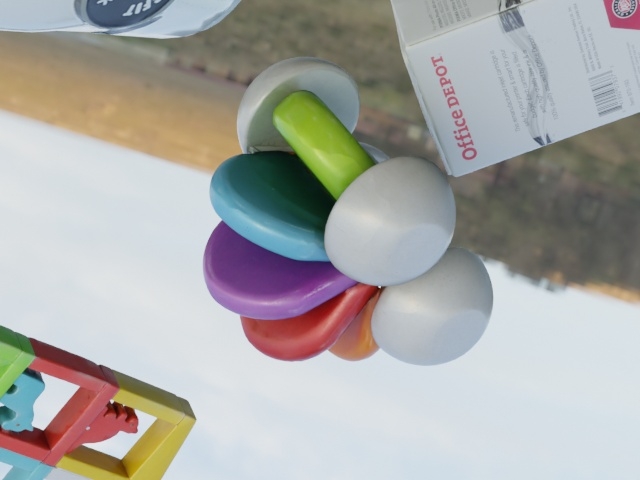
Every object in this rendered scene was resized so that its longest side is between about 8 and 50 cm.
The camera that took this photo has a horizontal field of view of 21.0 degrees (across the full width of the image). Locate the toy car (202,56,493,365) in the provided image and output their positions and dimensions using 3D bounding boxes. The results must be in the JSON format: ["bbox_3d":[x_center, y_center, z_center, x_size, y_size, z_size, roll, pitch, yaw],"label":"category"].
[{"bbox_3d":[0.000,0.000,0.968,0.159,0.136,0.182,51,173,41],"label":"toy car"}]

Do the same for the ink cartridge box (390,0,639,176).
[{"bbox_3d":[0.127,-0.115,1.015,0.150,0.109,0.063,-19,-137,6],"label":"ink cartridge box"}]

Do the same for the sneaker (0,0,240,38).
[{"bbox_3d":[-0.132,-0.166,0.491,0.146,0.122,0.330,16,-146,-56],"label":"sneaker"}]

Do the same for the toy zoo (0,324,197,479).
[{"bbox_3d":[-0.239,0.180,1.467,0.293,0.192,0.030,27,-159,-39],"label":"toy zoo"}]
